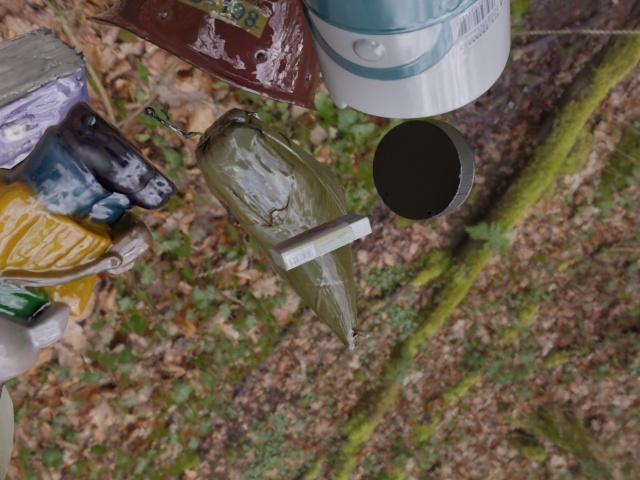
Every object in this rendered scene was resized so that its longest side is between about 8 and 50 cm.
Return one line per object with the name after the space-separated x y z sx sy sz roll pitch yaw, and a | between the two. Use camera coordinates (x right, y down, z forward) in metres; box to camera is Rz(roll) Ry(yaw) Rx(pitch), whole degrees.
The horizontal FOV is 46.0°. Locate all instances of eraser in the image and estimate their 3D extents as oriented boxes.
0.000 0.000 0.649 0.083 0.038 0.019 -25 105 -15 | eraser

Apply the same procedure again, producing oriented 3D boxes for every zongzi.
-0.091 -0.051 1.315 0.181 0.418 0.447 -33 140 21 | zongzi

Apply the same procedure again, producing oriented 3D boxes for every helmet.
-0.141 -0.371 1.182 0.337 0.384 0.230 -71 -174 -79 | helmet

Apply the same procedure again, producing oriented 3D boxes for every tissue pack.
-0.410 -0.077 0.990 0.242 0.125 0.344 -37 155 -32 | tissue pack

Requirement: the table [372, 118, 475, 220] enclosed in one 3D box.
0.136 -0.094 1.006 0.043 0.133 0.134 -14 133 -54 | table

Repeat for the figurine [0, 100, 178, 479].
-0.279 0.031 0.612 0.332 0.204 0.185 -61 169 -5 | figurine

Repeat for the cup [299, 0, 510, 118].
0.092 -0.301 0.778 0.258 0.219 0.290 66 41 -59 | cup
